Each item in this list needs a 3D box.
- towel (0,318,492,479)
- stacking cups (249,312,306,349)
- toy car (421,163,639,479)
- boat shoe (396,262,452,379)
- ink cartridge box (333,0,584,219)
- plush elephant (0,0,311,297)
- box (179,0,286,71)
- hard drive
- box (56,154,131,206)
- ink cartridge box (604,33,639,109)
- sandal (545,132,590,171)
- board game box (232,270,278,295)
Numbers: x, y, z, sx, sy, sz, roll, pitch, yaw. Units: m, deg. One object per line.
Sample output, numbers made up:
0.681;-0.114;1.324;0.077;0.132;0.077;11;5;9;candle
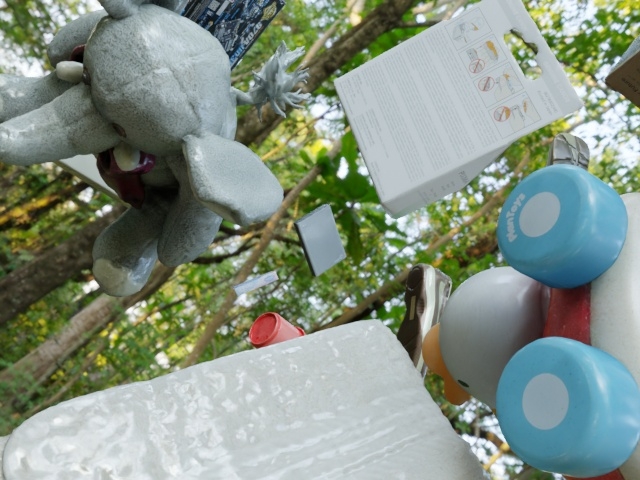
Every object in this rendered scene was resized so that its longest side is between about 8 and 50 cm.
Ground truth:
-0.025;0.150;0.344;0.187;0.282;0.049;57;-41;31;towel
0.001;0.221;1.066;0.096;0.096;0.316;18;-24;52;stacking cups
0.166;0.091;0.464;0.219;0.210;0.238;21;-27;-28;toy car
0.214;0.177;1.223;0.095;0.257;0.095;19;-15;-21;boat shoe
0.144;-0.151;0.686;0.056;0.225;0.180;39;30;-61;ink cartridge box
-0.162;-0.111;0.553;0.271;0.330;0.255;64;4;0;plush elephant
-0.189;-0.385;1.104;0.051;0.220;0.175;54;22;23;box
0.000;0.000;1.373;0.022;0.094;0.135;14;-50;52;hard drive
-0.370;-0.143;1.157;0.232;0.126;0.149;35;-10;-29;box
0.468;-0.172;0.661;0.235;0.088;0.193;38;-18;0;ink cartridge box
0.327;-0.070;0.852;0.072;0.180;0.049;22;-28;0;sandal
-0.137;0.089;1.295;0.090;0.090;0.020;171;-103;-79;board game box
